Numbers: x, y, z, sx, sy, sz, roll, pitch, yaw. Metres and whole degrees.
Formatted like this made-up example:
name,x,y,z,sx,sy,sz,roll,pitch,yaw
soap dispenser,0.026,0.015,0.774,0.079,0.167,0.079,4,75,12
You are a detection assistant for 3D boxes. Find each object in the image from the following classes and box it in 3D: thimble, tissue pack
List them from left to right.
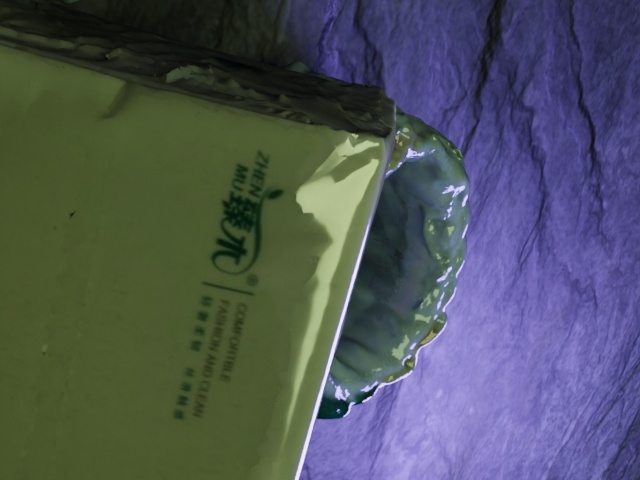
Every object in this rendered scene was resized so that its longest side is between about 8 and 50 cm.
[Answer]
name,x,y,z,sx,sy,sz,roll,pitch,yaw
tissue pack,-0.136,0.055,0.726,0.207,0.297,0.380,-70,174,-75
thimble,0.000,0.000,0.942,0.254,0.167,0.288,-15,123,-42

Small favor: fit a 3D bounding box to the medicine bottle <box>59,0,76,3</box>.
name,x,y,z,sx,sy,sz,roll,pitch,yaw
medicine bottle,-0.188,-0.191,0.724,0.083,0.047,0.047,21,96,-49
